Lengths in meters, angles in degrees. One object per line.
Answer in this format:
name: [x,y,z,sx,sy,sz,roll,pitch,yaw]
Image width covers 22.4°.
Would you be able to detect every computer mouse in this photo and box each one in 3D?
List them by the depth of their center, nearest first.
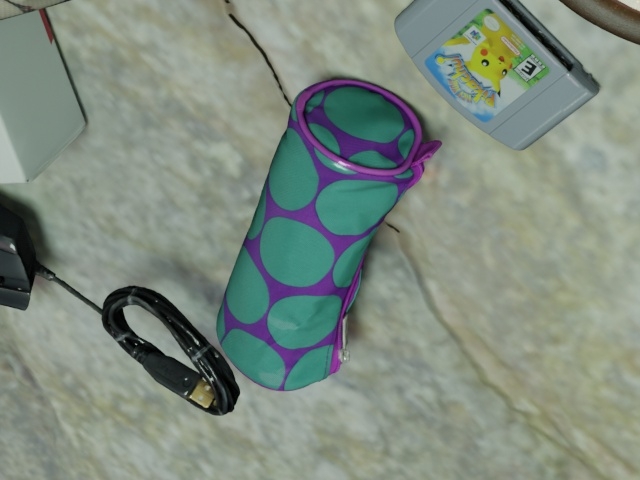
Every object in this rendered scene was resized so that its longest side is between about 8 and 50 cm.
computer mouse: [-0.146,0.030,0.840,0.242,0.041,0.071,27,137,23]

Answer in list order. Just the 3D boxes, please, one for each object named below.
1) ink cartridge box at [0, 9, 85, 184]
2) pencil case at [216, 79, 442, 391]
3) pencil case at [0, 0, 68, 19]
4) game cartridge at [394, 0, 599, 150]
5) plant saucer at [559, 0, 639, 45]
ink cartridge box: [-0.209,-0.085,0.804,0.151,0.063,0.109,-1,122,27]
pencil case: [0.000,0.000,0.766,0.070,0.064,0.151,27,130,8]
pencil case: [-0.152,-0.173,0.633,0.410,0.160,0.183,-9,103,26]
game cartridge: [0.074,-0.079,0.706,0.083,0.017,0.056,43,134,-8]
plant saucer: [0.146,-0.149,0.607,0.199,0.036,0.198,12,127,17]
